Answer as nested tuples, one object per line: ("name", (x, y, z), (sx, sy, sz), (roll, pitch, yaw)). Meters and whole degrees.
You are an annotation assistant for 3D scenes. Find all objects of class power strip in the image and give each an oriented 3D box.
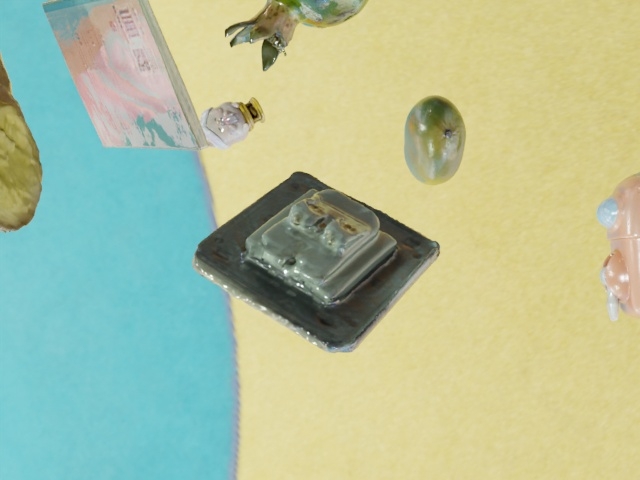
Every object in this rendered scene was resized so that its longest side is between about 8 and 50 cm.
("power strip", (0.000, 0.000, 1.204), (0.198, 0.213, 0.065), (28, 131, 18))

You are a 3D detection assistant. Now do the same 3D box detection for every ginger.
("ginger", (-0.401, -0.140, 1.321), (0.190, 0.126, 0.354), (-43, 53, 12))

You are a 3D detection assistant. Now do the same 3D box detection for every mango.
("mango", (0.175, -0.147, 1.813), (0.191, 0.085, 0.122), (92, 158, -69))

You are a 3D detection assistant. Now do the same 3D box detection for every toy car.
("toy car", (0.519, 0.002, 1.760), (0.212, 0.180, 0.271), (-1, 88, -2))

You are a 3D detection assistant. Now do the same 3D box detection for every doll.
("doll", (-0.153, -0.187, 1.904), (0.073, 0.127, 0.084), (63, 167, -2))

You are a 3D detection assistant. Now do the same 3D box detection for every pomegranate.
("pomegranate", (-0.032, -0.315, 1.463), (0.220, 0.156, 0.156), (-41, 76, 9))

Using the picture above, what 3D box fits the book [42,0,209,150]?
("book", (-0.244, -0.207, 1.453), (0.282, 0.025, 0.215), (12, 128, 55))
